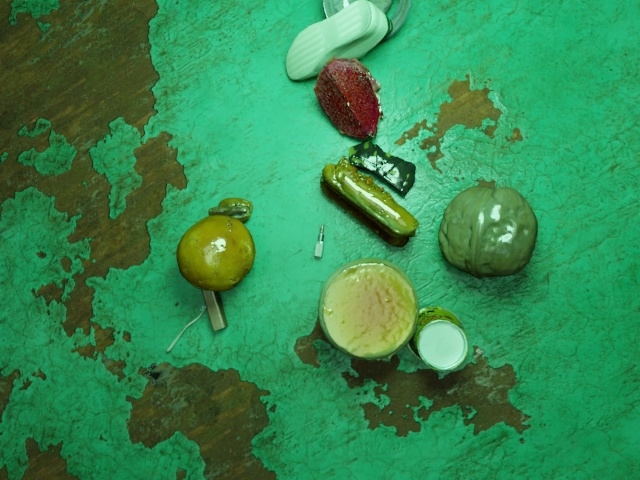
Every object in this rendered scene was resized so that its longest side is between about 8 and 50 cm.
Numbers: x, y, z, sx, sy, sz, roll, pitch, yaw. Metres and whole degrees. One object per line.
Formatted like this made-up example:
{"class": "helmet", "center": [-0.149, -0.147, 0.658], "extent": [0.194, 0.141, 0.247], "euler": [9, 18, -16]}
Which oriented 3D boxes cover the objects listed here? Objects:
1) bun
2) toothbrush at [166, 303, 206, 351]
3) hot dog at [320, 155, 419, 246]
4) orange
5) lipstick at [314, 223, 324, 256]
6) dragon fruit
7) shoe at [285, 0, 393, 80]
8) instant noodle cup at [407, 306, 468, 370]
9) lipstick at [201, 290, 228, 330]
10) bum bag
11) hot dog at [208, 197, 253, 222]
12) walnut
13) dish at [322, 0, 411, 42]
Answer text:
{"class": "bun", "center": [0.141, 0.204, 1.207], "extent": [0.298, 0.165, 0.299], "euler": [0, 83, 2]}
{"class": "toothbrush", "center": [-0.442, 0.291, 1.348], "extent": [0.022, 0.017, 0.204], "euler": [39, 92, -3]}
{"class": "hot dog", "center": [0.150, -0.120, 1.233], "extent": [0.348, 0.158, 0.117], "euler": [38, 74, 11]}
{"class": "orange", "center": [-0.316, 0.039, 1.238], "extent": [0.239, 0.240, 0.240], "euler": [0, 87, 7]}
{"class": "lipstick", "center": [0.000, 0.000, 1.305], "extent": [0.025, 0.025, 0.107], "euler": [7, 81, 7]}
{"class": "dragon fruit", "center": [0.097, -0.445, 1.270], "extent": [0.161, 0.126, 0.274], "euler": [-48, 115, -24]}
{"class": "shoe", "center": [0.056, -0.600, 1.255], "extent": [0.362, 0.160, 0.132], "euler": [-12, 92, 43]}
{"class": "instant noodle cup", "center": [0.345, 0.291, 1.188], "extent": [0.182, 0.144, 0.183], "euler": [0, 87, 7]}
{"class": "lipstick", "center": [-0.345, 0.217, 1.325], "extent": [0.045, 0.045, 0.146], "euler": [-18, 84, 3]}
{"class": "bum bag", "center": [0.192, -0.236, 1.275], "extent": [0.232, 0.060, 0.107], "euler": [33, 82, 6]}
{"class": "hot dog", "center": [-0.292, -0.098, 1.327], "extent": [0.140, 0.060, 0.090], "euler": [7, 84, 11]}
{"class": "walnut", "center": [0.468, -0.021, 1.148], "extent": [0.272, 0.227, 0.274], "euler": [0, 93, 6]}
{"class": "dish", "center": [0.152, -0.763, 1.271], "extent": [0.273, 0.134, 0.274], "euler": [7, 121, 12]}
